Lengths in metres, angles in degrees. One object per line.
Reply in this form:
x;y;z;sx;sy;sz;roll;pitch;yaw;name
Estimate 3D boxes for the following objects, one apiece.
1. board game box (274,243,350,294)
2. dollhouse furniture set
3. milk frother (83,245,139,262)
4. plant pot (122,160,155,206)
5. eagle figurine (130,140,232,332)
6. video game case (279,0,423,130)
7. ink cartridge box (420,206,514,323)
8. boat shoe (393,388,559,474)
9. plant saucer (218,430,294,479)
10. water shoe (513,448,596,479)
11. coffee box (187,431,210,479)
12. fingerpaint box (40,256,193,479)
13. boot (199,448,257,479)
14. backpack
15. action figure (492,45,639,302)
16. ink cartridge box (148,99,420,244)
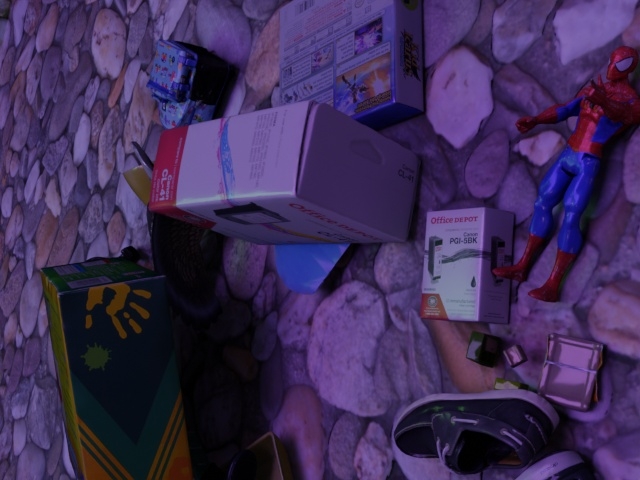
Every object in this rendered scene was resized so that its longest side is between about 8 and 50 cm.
0.000;0.000;1.252;0.169;0.033;0.133;-54;46;16;board game box
0.242;0.140;0.928;0.151;0.058;0.076;9;82;33;dollhouse furniture set
-0.411;0.092;1.706;0.135;0.129;0.143;176;69;-85;milk frother
-0.297;-0.105;1.585;0.134;0.134;0.095;-13;97;49;plant pot
-0.225;-0.016;1.419;0.225;0.226;0.299;22;96;31;eagle figurine
0.038;-0.274;1.239;0.269;0.061;0.245;-14;71;50;video game case
0.176;0.031;1.006;0.099;0.056;0.135;-4;80;52;ink cartridge box
0.158;0.224;0.947;0.233;0.084;0.079;-23;26;51;boat shoe
-0.087;0.412;1.266;0.188;0.045;0.189;-42;51;38;plant saucer
0.216;0.310;0.886;0.203;0.072;0.080;-57;46;28;water shoe
-0.219;0.435;1.429;0.184;0.040;0.113;53;123;43;coffee box
-0.342;0.230;1.372;0.444;0.163;0.371;-175;77;-69;fingerpaint box
-0.145;0.368;1.277;0.099;0.045;0.121;12;92;55;boot
-0.256;-0.276;1.565;0.158;0.116;0.173;41;117;48;backpack
0.250;-0.079;0.880;0.091;0.139;0.281;36;108;47;action figure
-0.054;-0.079;1.146;0.306;0.226;0.131;0;75;45;ink cartridge box
